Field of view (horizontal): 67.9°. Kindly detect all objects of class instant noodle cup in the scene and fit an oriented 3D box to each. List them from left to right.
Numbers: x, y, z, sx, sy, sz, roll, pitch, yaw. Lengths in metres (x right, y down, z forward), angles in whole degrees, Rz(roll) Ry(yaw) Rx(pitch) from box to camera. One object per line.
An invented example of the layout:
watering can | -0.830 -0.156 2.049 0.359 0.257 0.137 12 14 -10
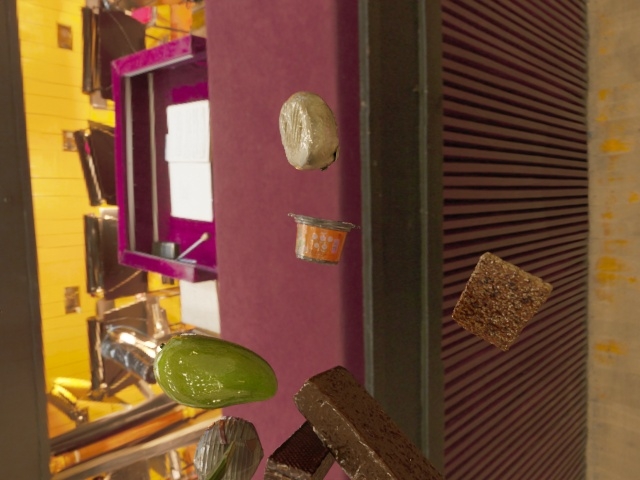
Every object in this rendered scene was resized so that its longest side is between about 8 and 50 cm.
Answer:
instant noodle cup | 0.000 0.000 1.343 0.208 0.178 0.125 13 95 36

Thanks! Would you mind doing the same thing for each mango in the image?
mango | -0.283 0.368 1.305 0.156 0.343 0.192 120 163 -68

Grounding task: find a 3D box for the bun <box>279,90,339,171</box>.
bun | -0.023 -0.313 1.378 0.239 0.141 0.239 48 146 48

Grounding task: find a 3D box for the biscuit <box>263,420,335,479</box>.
biscuit | -0.013 0.504 1.159 0.107 0.388 0.073 12 93 18

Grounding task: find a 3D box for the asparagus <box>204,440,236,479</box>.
asparagus | -0.291 0.666 1.380 0.041 0.178 0.045 44 135 -3

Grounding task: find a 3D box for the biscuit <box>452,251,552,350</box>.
biscuit | 0.326 0.122 0.886 0.131 0.025 0.231 31 146 22

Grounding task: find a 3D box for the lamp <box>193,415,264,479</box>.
lamp | -0.309 0.728 1.630 0.265 0.233 0.233 -126 37 -81

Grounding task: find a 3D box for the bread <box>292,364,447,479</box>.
bread | 0.116 0.463 1.048 0.416 0.165 0.113 45 111 28
